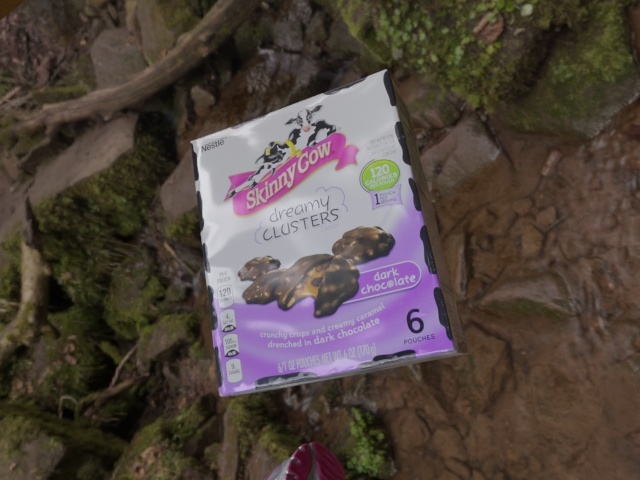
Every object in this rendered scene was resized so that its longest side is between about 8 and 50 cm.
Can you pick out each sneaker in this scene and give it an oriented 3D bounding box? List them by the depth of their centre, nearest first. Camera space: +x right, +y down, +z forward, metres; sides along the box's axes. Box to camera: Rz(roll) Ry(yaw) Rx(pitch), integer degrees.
[{"bbox_3d":[-0.066,0.383,0.695,0.252,0.103,0.111,-46,-2,-40],"label":"sneaker"}]

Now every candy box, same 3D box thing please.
[{"bbox_3d":[0.000,0.000,0.399,0.164,0.070,0.196,-16,73,18],"label":"candy box"}]

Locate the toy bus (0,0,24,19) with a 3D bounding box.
[{"bbox_3d":[-0.372,-0.251,0.461,0.108,0.130,0.333,-15,19,31],"label":"toy bus"}]
